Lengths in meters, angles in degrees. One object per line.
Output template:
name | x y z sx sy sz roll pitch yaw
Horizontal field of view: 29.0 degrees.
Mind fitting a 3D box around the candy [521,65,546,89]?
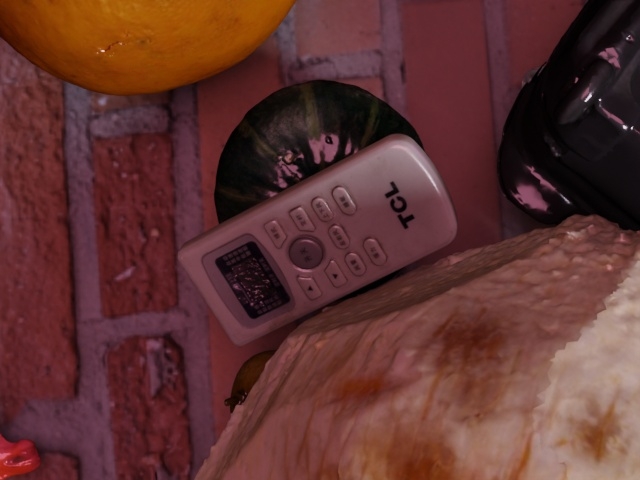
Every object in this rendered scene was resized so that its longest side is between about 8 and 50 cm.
candy | 0.213 -0.063 0.973 0.045 0.043 0.175 -28 80 -6

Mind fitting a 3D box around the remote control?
remote control | 0.000 0.000 0.860 0.190 0.029 0.087 -26 107 15

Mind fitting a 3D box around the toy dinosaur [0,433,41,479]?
toy dinosaur | -0.352 0.135 0.955 0.286 0.070 0.139 22 106 5

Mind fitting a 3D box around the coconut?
coconut | 0.111 0.190 0.751 0.344 0.415 0.415 39 85 -12

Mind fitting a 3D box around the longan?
longan | -0.040 0.120 0.933 0.075 0.083 0.075 -11 74 43

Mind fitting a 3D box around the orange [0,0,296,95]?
orange | -0.139 -0.242 0.886 0.283 0.226 0.284 1 118 3

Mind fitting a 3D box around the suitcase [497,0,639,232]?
suitcase | 0.339 -0.084 0.884 0.345 0.188 0.339 38 68 4

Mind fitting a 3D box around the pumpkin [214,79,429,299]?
pumpkin | 0.004 -0.037 0.928 0.167 0.125 0.167 3 107 11
